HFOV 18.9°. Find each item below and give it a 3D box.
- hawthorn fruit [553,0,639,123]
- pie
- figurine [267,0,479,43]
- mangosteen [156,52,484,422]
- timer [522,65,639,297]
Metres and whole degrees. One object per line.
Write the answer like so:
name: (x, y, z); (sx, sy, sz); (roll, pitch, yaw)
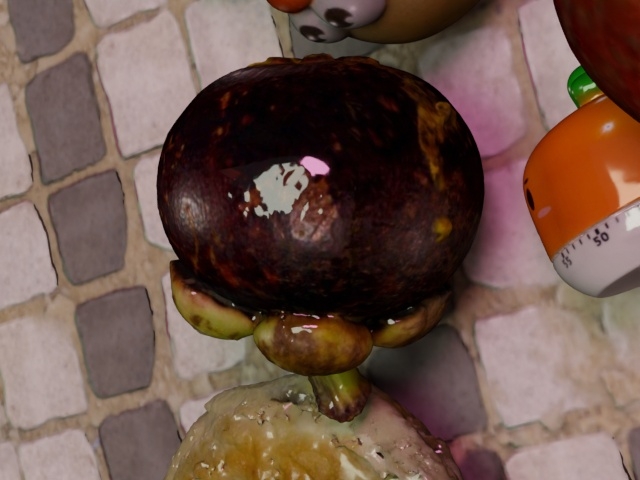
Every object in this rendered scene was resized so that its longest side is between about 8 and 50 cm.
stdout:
hawthorn fruit: (0.196, -0.138, 0.906); (0.248, 0.208, 0.208); (27, 118, -13)
pie: (0.004, 0.245, 1.208); (0.339, 0.077, 0.339); (5, 98, 37)
figurine: (-0.018, -0.226, 1.087); (0.167, 0.285, 0.342); (-53, 20, -2)
mangosteen: (0.000, 0.000, 1.120); (0.192, 0.192, 0.217); (3, 95, 37)
timer: (0.167, -0.042, 1.042); (0.136, 0.099, 0.136); (1, 92, 23)
